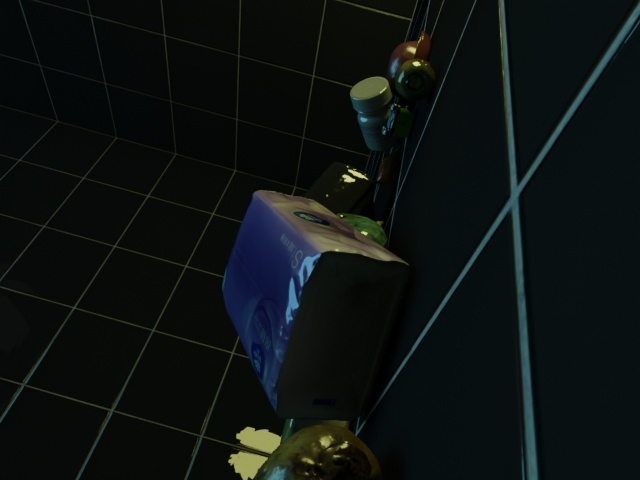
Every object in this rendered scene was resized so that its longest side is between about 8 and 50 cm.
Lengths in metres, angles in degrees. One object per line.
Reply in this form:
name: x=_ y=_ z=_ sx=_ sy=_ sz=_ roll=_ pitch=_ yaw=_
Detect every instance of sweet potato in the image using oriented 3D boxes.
sweet potato: x=0.169 y=-0.178 z=1.136 sx=0.117 sy=0.049 sz=0.049 roll=-64 pitch=-4 yaw=-13

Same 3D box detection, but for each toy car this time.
toy car: x=0.184 y=-0.283 z=1.142 sx=0.165 sy=0.062 sz=0.071 roll=-71 pitch=-2 yaw=-72

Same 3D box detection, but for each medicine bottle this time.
medicine bottle: x=0.148 y=-0.327 z=1.261 sx=0.168 sy=0.104 sz=0.105 roll=64 pitch=-148 yaw=-43

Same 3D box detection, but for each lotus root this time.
lotus root: x=-0.016 y=0.278 z=0.474 sx=0.145 sy=0.128 sz=0.260 roll=-53 pitch=-11 yaw=-46

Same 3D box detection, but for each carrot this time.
carrot: x=0.198 y=-0.337 z=1.007 sx=0.298 sy=0.078 sz=0.078 roll=-60 pitch=-14 yaw=-69

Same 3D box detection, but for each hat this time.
hat: x=0.217 y=-0.440 z=1.239 sx=0.205 sy=0.089 sz=0.206 roll=16 pitch=-90 yaw=-88

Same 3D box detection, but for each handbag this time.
handbag: x=-0.003 y=-0.002 z=1.149 sx=0.302 sy=0.177 sz=0.275 roll=-52 pitch=-21 yaw=-24

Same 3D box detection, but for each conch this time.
conch: x=0.062 y=0.037 z=0.924 sx=0.176 sy=0.121 sz=0.188 roll=125 pitch=163 yaw=-75

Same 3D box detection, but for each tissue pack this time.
tissue pack: x=-0.036 y=0.076 z=0.748 sx=0.338 sy=0.160 sz=0.243 roll=39 pitch=115 yaw=61

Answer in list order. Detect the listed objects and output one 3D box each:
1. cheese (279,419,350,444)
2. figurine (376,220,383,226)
cheese: x=-0.004 y=0.311 z=0.980 sx=0.384 sy=0.104 sz=0.385 roll=15 pitch=-90 yaw=-89
figurine: x=0.098 y=0.021 z=1.073 sx=0.187 sy=0.083 sz=0.083 roll=-59 pitch=-12 yaw=-46
